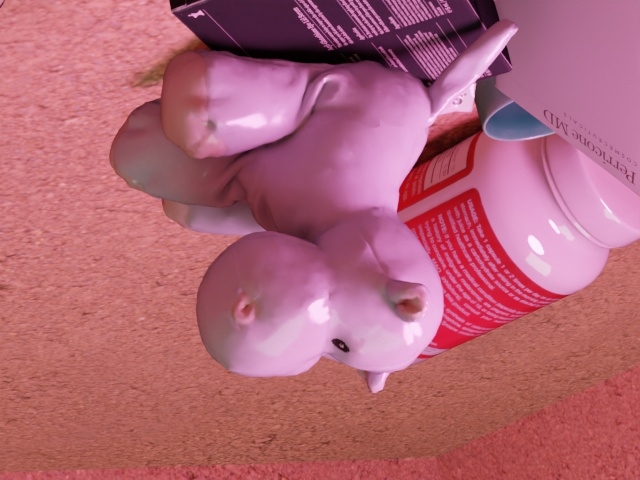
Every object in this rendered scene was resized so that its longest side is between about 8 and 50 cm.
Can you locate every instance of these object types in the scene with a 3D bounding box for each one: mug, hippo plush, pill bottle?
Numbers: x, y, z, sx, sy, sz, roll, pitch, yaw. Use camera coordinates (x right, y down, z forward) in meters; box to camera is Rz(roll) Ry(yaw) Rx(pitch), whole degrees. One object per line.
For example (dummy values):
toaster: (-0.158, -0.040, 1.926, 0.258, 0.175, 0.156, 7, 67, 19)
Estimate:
mug: (0.238, -0.184, 1.724, 0.157, 0.097, 0.129, -22, 158, 22)
hippo plush: (0.000, 0.000, 1.194, 0.294, 0.237, 0.234, -5, 159, -14)
pill bottle: (0.206, -0.011, 1.978, 0.407, 0.229, 0.229, -28, 155, 37)

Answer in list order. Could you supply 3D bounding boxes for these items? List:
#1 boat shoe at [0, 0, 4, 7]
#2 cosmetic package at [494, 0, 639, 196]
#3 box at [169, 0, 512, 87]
boat shoe: (-0.221, -0.240, 1.138, 0.080, 0.224, 0.073, 15, 171, 12)
cosmetic package: (0.246, -0.237, 1.217, 0.155, 0.197, 0.365, -31, 140, -21)
box: (0.016, -0.187, 1.189, 0.184, 0.103, 0.261, -19, 159, 14)
